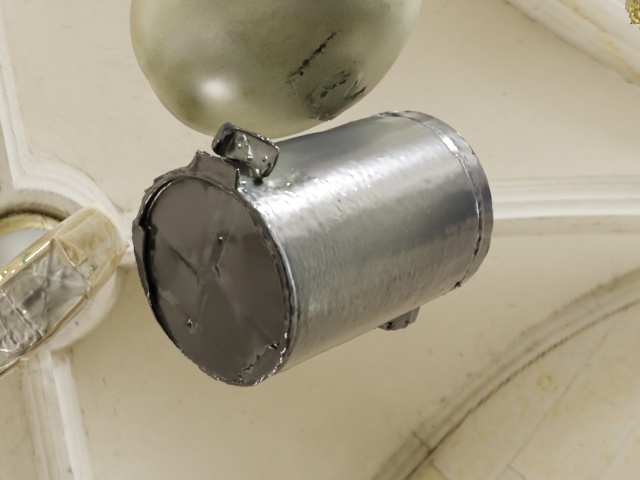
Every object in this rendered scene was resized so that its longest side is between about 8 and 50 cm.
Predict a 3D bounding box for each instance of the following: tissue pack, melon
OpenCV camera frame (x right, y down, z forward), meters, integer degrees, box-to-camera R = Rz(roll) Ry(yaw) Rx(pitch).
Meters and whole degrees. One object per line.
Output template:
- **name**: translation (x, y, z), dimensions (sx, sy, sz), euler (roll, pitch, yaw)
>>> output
- **tissue pack**: translation (-0.309, 0.053, 1.068), dimensions (0.186, 0.222, 0.090), euler (-38, -78, 8)
- **melon**: translation (-0.039, -0.247, 1.030), dimensions (0.330, 0.268, 0.268), euler (-27, -68, 10)

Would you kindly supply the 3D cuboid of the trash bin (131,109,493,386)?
- **trash bin**: translation (0.000, 0.000, 0.919), dimensions (0.301, 0.203, 0.252), euler (-20, -57, -47)

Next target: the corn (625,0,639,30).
- **corn**: translation (0.453, -0.354, 1.241), dimensions (0.123, 0.305, 0.122), euler (41, -51, -7)
